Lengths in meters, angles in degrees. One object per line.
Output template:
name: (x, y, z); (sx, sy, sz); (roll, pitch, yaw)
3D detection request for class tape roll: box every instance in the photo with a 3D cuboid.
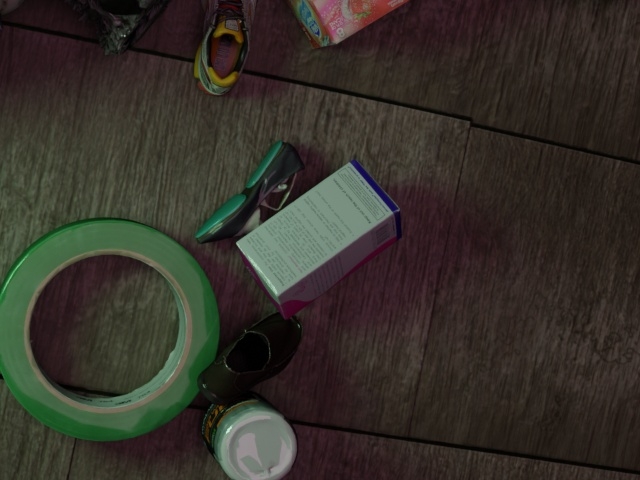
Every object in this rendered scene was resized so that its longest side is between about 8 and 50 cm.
tape roll: (-0.310, 0.127, 1.923); (0.321, 0.077, 0.321); (-1, 95, -15)

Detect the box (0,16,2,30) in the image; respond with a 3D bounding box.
box: (-0.626, -0.354, 1.608); (0.396, 0.212, 0.293); (-18, 68, 12)

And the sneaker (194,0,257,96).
sneaker: (-0.128, -0.322, 1.924); (0.088, 0.093, 0.225); (4, 93, -15)

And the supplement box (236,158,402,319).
supplement box: (0.000, 0.000, 1.956); (0.220, 0.111, 0.114); (-36, 69, -10)

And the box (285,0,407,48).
box: (0.092, -0.420, 1.948); (0.300, 0.142, 0.154); (-33, 102, -10)

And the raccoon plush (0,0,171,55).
raccoon plush: (-0.303, -0.468, 1.849); (0.299, 0.216, 0.446); (37, 65, -4)

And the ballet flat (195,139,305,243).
ballet flat: (-0.097, -0.056, 1.969); (0.074, 0.074, 0.203); (43, 81, -14)

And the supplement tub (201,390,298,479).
supplement tub: (-0.108, 0.283, 1.930); (0.117, 0.190, 0.117); (-1, 94, -15)

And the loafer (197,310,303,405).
loafer: (-0.086, 0.164, 1.934); (0.080, 0.078, 0.220); (45, 42, 4)
